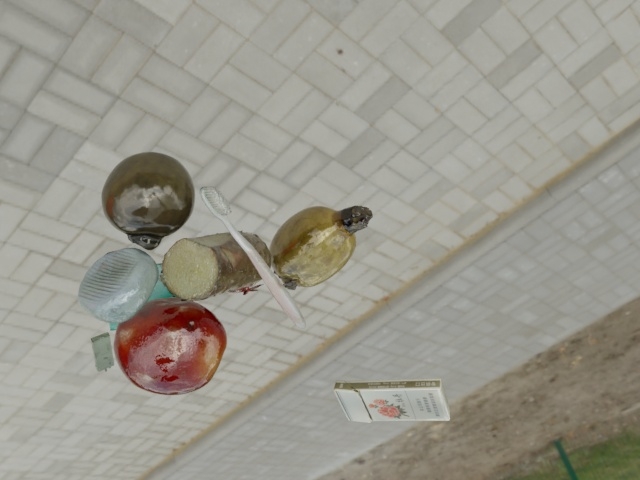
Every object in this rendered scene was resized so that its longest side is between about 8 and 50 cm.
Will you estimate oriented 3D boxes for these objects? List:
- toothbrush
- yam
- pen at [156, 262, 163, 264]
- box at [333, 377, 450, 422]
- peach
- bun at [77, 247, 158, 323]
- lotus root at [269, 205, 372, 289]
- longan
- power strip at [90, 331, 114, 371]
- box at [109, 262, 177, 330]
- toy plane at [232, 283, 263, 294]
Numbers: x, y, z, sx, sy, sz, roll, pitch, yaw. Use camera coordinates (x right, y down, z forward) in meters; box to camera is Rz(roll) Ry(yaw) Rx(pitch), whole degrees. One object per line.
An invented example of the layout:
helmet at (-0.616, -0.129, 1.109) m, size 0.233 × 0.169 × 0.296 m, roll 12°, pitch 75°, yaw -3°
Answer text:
toothbrush at (-0.096, 0.035, 0.943) m, size 0.029 × 0.025 × 0.307 m, roll -3°, pitch 130°, yaw 42°
yam at (-0.195, 0.047, 1.185) m, size 0.128 × 0.129 × 0.238 m, roll -47°, pitch 165°, yaw 20°
pen at (-0.550, 0.085, 1.771) m, size 0.204 × 0.025 × 0.025 m, roll -5°, pitch 143°, yaw 5°
box at (0.134, 0.298, 1.102) m, size 0.198 × 0.029 × 0.109 m, roll -6°, pitch 132°, yaw 19°
peach at (-0.331, 0.229, 1.303) m, size 0.243 × 0.199 × 0.243 m, roll -4°, pitch 135°, yaw -4°
bun at (-0.336, 0.079, 1.009) m, size 0.140 × 0.141 × 0.083 m, roll -23°, pitch 136°, yaw 10°
lotus root at (0.000, 0.000, 1.462) m, size 0.182 × 0.183 × 0.310 m, roll 17°, pitch 140°, yaw -36°
longan at (-0.344, -0.076, 1.196) m, size 0.185 × 0.159 × 0.204 m, roll -10°, pitch 119°, yaw -32°
power strip at (-0.584, 0.304, 1.594) m, size 0.051 × 0.019 × 0.136 m, roll -22°, pitch 134°, yaw -33°
box at (-0.471, 0.148, 1.630) m, size 0.226 × 0.161 × 0.042 m, roll -10°, pitch -179°, yaw -7°
toy plane at (-0.225, 0.098, 1.405) m, size 0.194 × 0.126 × 0.077 m, roll -8°, pitch 101°, yaw -2°
